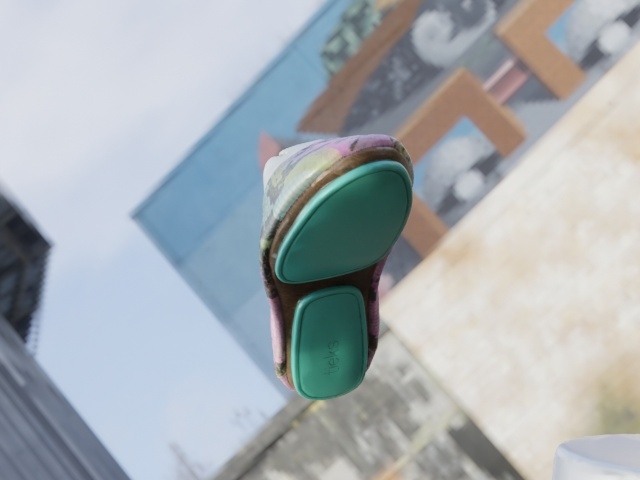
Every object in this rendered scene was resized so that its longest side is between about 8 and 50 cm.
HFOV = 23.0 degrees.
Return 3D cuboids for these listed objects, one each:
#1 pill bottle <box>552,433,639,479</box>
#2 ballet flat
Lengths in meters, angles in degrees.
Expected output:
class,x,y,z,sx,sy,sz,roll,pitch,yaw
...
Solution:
class,x,y,z,sx,sy,sz,roll,pitch,yaw
pill bottle,0.221,0.321,0.923,0.224,0.224,0.392,1,-88,-66
ballet flat,0.000,0.000,0.816,0.077,0.079,0.221,-12,-33,-11
